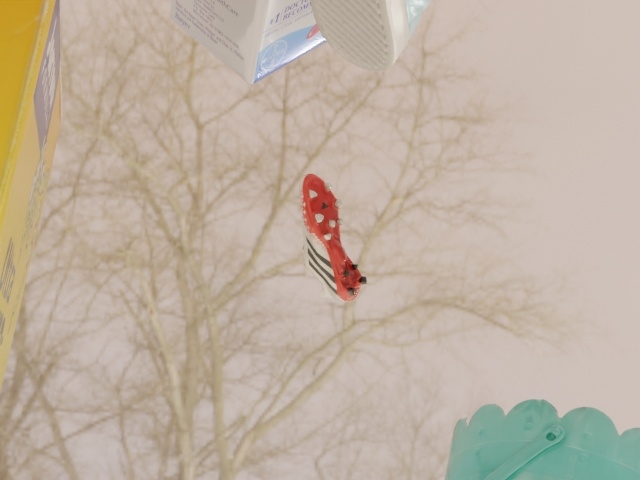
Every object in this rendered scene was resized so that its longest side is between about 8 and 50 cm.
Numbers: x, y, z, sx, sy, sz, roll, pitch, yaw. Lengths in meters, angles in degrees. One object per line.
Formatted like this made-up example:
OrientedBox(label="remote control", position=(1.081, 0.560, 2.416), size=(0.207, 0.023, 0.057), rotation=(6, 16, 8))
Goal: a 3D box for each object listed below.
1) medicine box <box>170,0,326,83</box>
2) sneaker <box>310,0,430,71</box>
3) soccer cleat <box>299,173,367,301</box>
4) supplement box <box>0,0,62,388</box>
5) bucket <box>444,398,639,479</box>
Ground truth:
OrientedBox(label="medicine box", position=(-0.020, -0.372, 1.116), size=(0.263, 0.149, 0.289), rotation=(-36, -22, -33))
OrientedBox(label="sneaker", position=(0.055, -0.327, 0.945), size=(0.135, 0.150, 0.366), rotation=(26, -20, 11))
OrientedBox(label="soccer cleat", position=(0.000, 0.000, 0.591), size=(0.035, 0.029, 0.083), rotation=(-8, -70, 43))
OrientedBox(label="supplement box", position=(-0.229, 0.068, 0.358), size=(0.194, 0.357, 0.195), rotation=(13, -13, -12))
OrientedBox(label="bucket", position=(0.245, 0.316, 1.017), size=(0.281, 0.183, 0.281), rotation=(15, -37, 12))
